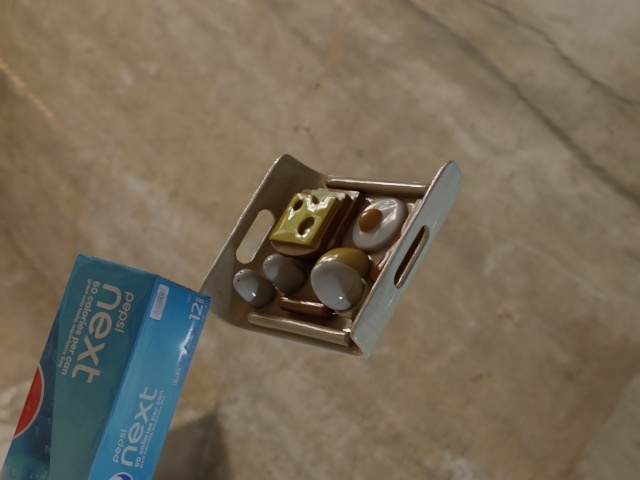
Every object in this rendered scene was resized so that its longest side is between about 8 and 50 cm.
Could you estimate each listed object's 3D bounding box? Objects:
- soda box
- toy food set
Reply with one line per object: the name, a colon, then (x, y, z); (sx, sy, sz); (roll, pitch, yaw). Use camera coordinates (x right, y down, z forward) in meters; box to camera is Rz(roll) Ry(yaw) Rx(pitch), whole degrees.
soda box: (-0.146, 0.120, 0.848); (0.071, 0.210, 0.067); (14, 172, 31)
toy food set: (0.000, 0.000, 1.460); (0.092, 0.219, 0.306); (41, 161, -34)
